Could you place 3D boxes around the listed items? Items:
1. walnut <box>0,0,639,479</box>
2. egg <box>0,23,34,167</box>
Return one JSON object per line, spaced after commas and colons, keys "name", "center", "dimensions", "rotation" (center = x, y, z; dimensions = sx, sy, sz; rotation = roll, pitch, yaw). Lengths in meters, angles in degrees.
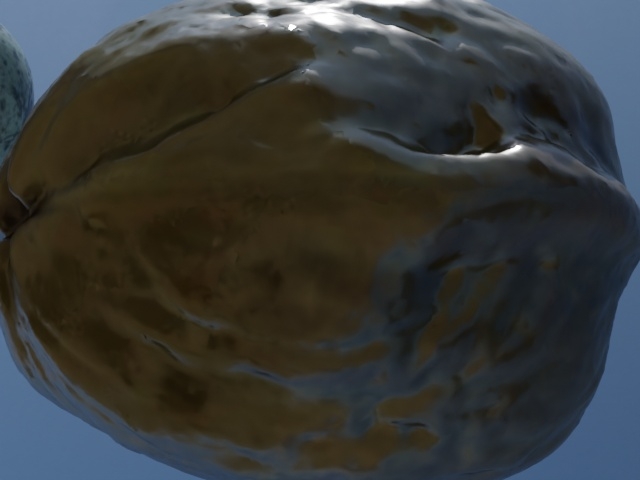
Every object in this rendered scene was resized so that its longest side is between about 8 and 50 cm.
{"name": "walnut", "center": [0.000, 0.000, 0.608], "dimensions": [0.283, 0.283, 0.227], "rotation": [-15, -110, 36]}
{"name": "egg", "center": [-0.278, -0.095, 1.015], "dimensions": [0.132, 0.132, 0.172], "rotation": [56, -40, 22]}
